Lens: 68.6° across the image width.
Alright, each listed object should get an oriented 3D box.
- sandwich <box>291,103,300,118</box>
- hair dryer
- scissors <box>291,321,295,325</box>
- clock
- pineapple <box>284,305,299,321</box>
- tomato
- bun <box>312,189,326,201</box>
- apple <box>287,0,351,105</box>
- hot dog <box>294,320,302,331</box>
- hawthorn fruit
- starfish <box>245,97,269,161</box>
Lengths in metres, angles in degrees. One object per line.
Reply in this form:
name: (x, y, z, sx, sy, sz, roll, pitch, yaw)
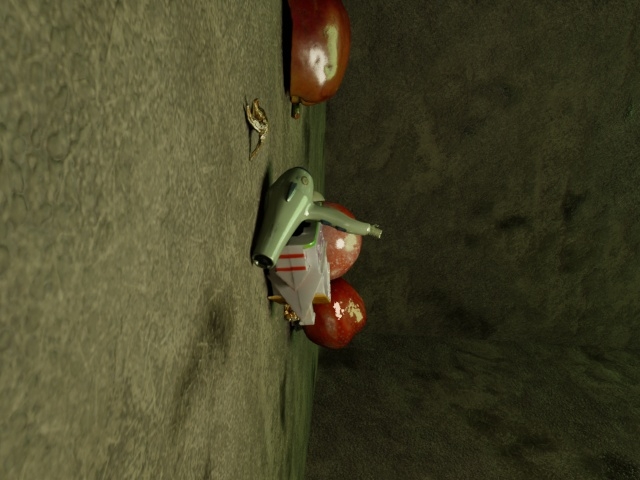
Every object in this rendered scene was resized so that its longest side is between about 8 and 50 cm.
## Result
sandwich: (-0.083, -0.460, 1.643, 0.101, 0.026, 0.069, -72, 163, -78)
hair dryer: (-0.038, -0.024, 1.135, 0.296, 0.298, 0.119, -46, 165, -34)
scissors: (-0.104, 0.182, 1.788, 0.160, 0.024, 0.318, -82, 173, -52)
clock: (-0.062, 0.080, 1.336, 0.235, 0.166, 0.310, -81, 166, -57)
pineapple: (-0.091, 0.219, 1.687, 0.116, 0.069, 0.137, -5, 96, -85)
tomato: (0.000, 0.000, 1.556, 0.227, 0.270, 0.270, 2, 91, -51)
bun: (-0.026, -0.138, 2.049, 0.173, 0.119, 0.173, 0, 90, -86)
apple: (-0.042, -0.620, 1.490, 0.328, 0.295, 0.365, -7, 101, -48)
hot dog: (-0.086, 0.332, 1.980, 0.192, 0.053, 0.099, -6, 99, -82)
hawthorn fruit: (0.020, 0.251, 1.840, 0.330, 0.287, 0.287, 53, 20, -21)
starfish: (-0.129, -0.232, 0.996, 0.133, 0.041, 0.130, -66, 160, -79)
